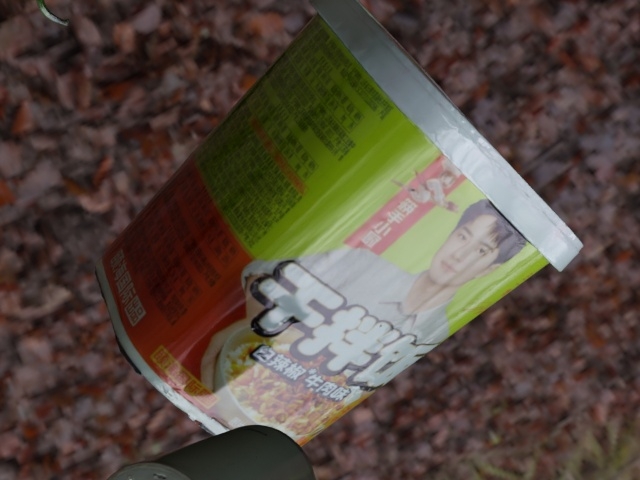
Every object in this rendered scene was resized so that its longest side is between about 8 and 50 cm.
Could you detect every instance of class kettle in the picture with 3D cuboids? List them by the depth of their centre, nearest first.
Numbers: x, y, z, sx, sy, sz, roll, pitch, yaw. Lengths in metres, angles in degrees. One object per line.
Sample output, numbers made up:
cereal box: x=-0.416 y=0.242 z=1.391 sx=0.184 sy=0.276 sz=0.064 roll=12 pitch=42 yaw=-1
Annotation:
kettle: x=-0.060 y=0.174 z=0.857 sx=0.127 sy=0.098 sz=0.148 roll=-24 pitch=173 yaw=25

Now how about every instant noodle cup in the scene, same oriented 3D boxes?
instant noodle cup: x=0.000 y=0.000 z=1.056 sx=0.308 sy=0.294 sz=0.294 roll=-43 pitch=147 yaw=8

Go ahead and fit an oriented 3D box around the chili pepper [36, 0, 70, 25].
chili pepper: x=-0.264 y=-0.341 z=1.513 sx=0.257 sy=0.074 sz=0.100 roll=-50 pitch=151 yaw=-50
